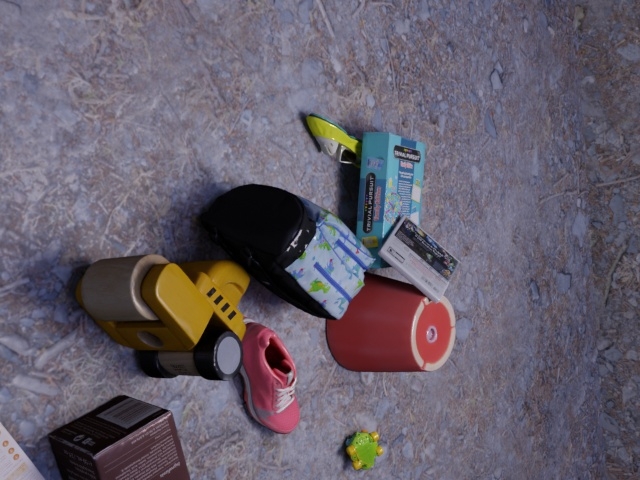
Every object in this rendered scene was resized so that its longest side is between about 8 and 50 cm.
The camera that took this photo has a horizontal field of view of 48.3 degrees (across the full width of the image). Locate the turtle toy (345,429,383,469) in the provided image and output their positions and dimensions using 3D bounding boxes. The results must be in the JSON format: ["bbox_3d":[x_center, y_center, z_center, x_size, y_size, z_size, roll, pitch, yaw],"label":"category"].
[{"bbox_3d":[0.112,0.555,1.880,0.095,0.066,0.130,-25,114,-18],"label":"turtle toy"}]

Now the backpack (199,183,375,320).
[{"bbox_3d":[-0.041,0.031,1.548,0.273,0.290,0.356,-47,131,-20],"label":"backpack"}]

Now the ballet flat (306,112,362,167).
[{"bbox_3d":[0.044,-0.240,1.775,0.230,0.077,0.077,21,86,-47],"label":"ballet flat"}]

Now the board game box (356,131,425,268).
[{"bbox_3d":[0.186,-0.102,1.871,0.253,0.079,0.337,-1,96,-61],"label":"board game box"}]

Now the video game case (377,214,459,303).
[{"bbox_3d":[0.246,0.043,1.767,0.190,0.022,0.173,40,43,-1],"label":"video game case"}]

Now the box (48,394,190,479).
[{"bbox_3d":[-0.358,0.420,1.302,0.167,0.168,0.203,-25,109,-43],"label":"box"}]

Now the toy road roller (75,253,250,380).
[{"bbox_3d":[-0.272,0.107,1.369,0.330,0.202,0.241,56,42,-38],"label":"toy road roller"}]

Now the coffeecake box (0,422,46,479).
[{"bbox_3d":[-0.554,0.394,1.166,0.142,0.068,0.186,-45,122,-36],"label":"coffeecake box"}]

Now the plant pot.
[{"bbox_3d":[0.193,0.222,1.826,0.274,0.243,0.275,-3,95,-46],"label":"plant pot"}]

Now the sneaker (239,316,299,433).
[{"bbox_3d":[-0.107,0.317,1.589,0.116,0.136,0.314,-41,120,-37],"label":"sneaker"}]
